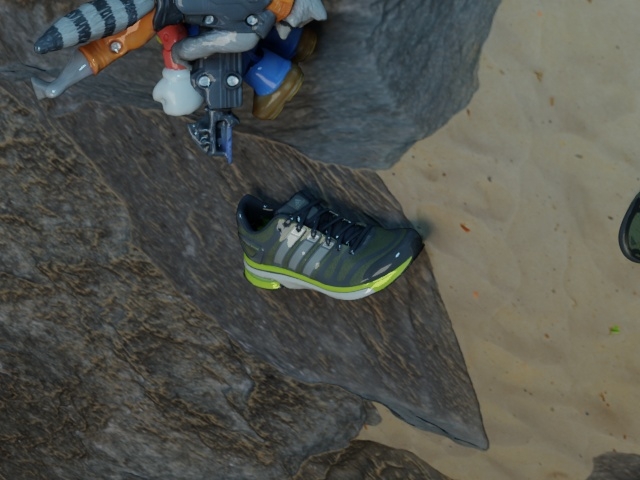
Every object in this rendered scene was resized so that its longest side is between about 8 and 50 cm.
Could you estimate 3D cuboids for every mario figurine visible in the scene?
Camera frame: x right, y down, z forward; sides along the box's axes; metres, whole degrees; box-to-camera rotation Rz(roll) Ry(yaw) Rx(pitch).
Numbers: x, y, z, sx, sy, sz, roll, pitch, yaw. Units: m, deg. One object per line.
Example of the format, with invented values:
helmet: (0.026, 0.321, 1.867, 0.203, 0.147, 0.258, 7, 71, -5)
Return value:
mario figurine: (-0.174, -0.265, 2.086, 0.320, 0.198, 0.170, 32, 106, -16)

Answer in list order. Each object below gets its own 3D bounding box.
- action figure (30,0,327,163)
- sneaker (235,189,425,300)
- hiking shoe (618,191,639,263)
action figure: (-0.150, -0.222, 1.913, 0.178, 0.330, 0.341, -130, 30, -67)
sneaker: (0.000, 0.000, 2.324, 0.300, 0.111, 0.121, 0, 127, 37)
hiking shoe: (0.394, -0.017, 1.961, 0.086, 0.114, 0.227, 42, 144, -7)
